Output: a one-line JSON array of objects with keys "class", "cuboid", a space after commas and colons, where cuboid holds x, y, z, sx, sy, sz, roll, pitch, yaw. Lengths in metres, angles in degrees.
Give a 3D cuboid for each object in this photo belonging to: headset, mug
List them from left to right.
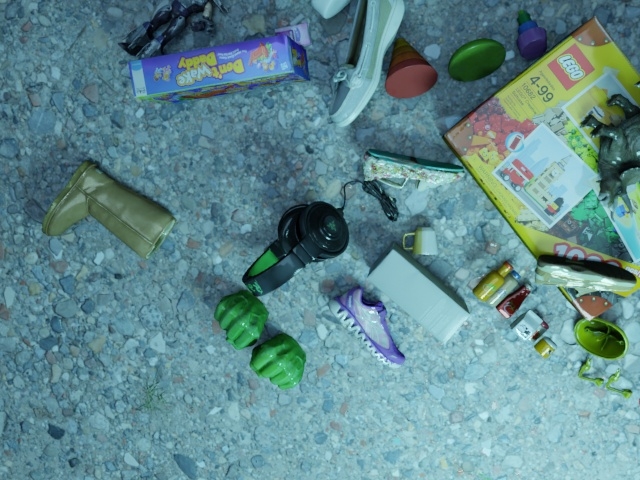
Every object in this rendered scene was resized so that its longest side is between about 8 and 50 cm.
[{"class": "headset", "cuboid": [0.000, 0.000, 1.474, 0.394, 0.243, 0.185, -43, 102, -13]}, {"class": "mug", "cuboid": [0.241, 0.001, 1.511, 0.078, 0.062, 0.064, 0, 91, -25]}]

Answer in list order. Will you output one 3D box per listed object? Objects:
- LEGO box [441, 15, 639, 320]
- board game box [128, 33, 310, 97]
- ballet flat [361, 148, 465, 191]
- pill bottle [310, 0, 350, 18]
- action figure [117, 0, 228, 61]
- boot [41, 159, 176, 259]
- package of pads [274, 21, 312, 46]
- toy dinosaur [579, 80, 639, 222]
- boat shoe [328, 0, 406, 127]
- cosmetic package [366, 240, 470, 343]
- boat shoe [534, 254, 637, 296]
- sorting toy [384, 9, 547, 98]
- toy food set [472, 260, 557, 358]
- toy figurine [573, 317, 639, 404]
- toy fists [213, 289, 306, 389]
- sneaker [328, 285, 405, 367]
[{"class": "LEGO box", "cuboid": [0.559, -0.146, 1.374, 0.372, 0.193, 0.500, -38, 92, 13]}, {"class": "board game box", "cuboid": [-0.215, -0.376, 1.432, 0.347, 0.233, 0.078, -7, 98, 10]}, {"class": "ballet flat", "cuboid": [0.208, -0.155, 1.477, 0.241, 0.091, 0.077, 11, 112, -1]}, {"class": "pill bottle", "cuboid": [-0.059, -0.670, 1.374, 0.363, 0.210, 0.210, 45, 102, -1]}, {"class": "action figure", "cuboid": [-0.341, -0.525, 1.498, 0.285, 0.099, 0.185, -45, 82, 8]}, {"class": "boot", "cuboid": [-0.536, -0.039, 1.609, 0.269, 0.089, 0.236, 36, 103, 0]}, {"class": "package of pads", "cuboid": [-0.064, -0.476, 1.496, 0.083, 0.032, 0.050, -9, 95, 10]}, {"class": "toy dinosaur", "cuboid": [0.607, -0.205, 1.216, 0.160, 0.121, 0.313, 41, 98, -12]}, {"class": "boat shoe", "cuboid": [0.084, -0.412, 1.427, 0.103, 0.118, 0.320, 20, 99, -24]}, {"class": "cosmetic package", "cuboid": [0.228, 0.118, 1.501, 0.238, 0.127, 0.107, 38, 102, 3]}, {"class": "boat shoe", "cuboid": [0.530, 0.080, 1.292, 0.190, 0.068, 0.072, 12, 115, 17]}, {"class": "sorting toy", "cuboid": [0.311, -0.435, 1.430, 0.365, 0.127, 0.126, -14, 67, 8]}, {"class": "toy food set", "cuboid": [0.469, 0.152, 1.476, 0.232, 0.111, 0.104, 43, 103, 3]}, {"class": "toy figurine", "cuboid": [0.792, 0.252, 1.441, 0.362, 0.217, 0.191, 15, 124, 49]}, {"class": "toy fists", "cuboid": [-0.149, 0.246, 1.568, 0.096, 0.142, 0.279, -40, 91, 12]}, {"class": "sneaker", "cuboid": [0.130, 0.203, 1.550, 0.104, 0.095, 0.236, -44, 90, 5]}]
